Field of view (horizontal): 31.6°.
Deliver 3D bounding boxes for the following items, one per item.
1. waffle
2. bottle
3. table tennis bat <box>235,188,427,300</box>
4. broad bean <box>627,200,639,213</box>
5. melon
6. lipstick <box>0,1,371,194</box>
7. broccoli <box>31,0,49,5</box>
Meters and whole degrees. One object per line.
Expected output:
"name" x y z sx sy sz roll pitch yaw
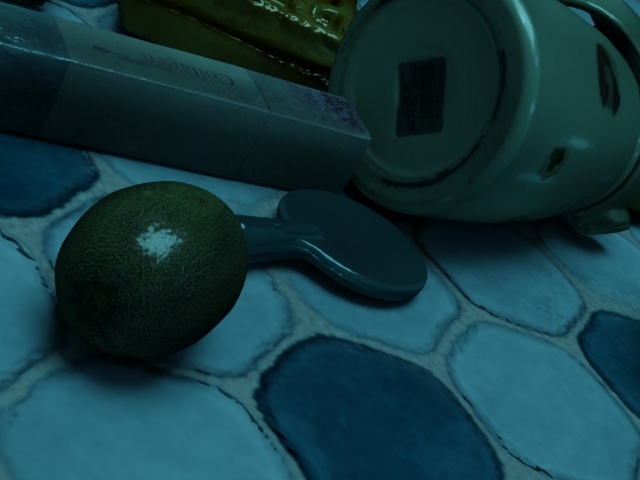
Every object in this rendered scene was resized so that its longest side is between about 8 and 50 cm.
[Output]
"waffle" -0.076 -0.260 1.110 0.224 0.098 0.327 21 28 -15
"bottle" 0.193 -0.122 1.019 0.352 0.229 0.229 3 38 -47
"table tennis bat" 0.000 0.000 0.823 0.201 0.033 0.124 0 38 -48
"broad bean" 0.341 -0.095 1.246 0.228 0.100 0.169 5 45 -42
"melon" -0.092 0.015 0.637 0.098 0.098 0.131 36 23 10
"lipstick" -0.112 -0.099 0.837 0.317 0.068 0.066 11 33 -34
"broccoli" -0.336 -0.287 0.890 0.304 0.145 0.165 10 43 -15
